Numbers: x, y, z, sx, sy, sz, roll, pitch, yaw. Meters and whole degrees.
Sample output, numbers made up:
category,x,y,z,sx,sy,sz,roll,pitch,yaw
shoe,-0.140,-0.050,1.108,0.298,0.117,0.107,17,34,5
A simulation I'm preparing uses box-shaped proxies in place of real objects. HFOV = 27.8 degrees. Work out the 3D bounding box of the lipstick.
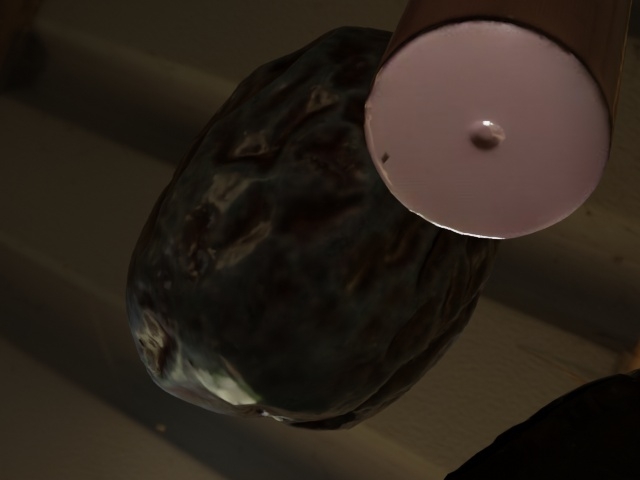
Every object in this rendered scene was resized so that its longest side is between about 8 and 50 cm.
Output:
category,x,y,z,sx,sy,sz,roll,pitch,yaw
lipstick,0.095,-0.124,0.568,0.087,0.087,0.327,-22,-156,29

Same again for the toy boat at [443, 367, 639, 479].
category,x,y,z,sx,sy,sz,roll,pitch,yaw
toy boat,0.122,0.123,0.436,0.129,0.309,0.142,32,-52,45

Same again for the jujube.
category,x,y,z,sx,sy,sz,roll,pitch,yaw
jujube,-0.007,-0.006,0.908,0.247,0.215,0.308,-9,-142,33
